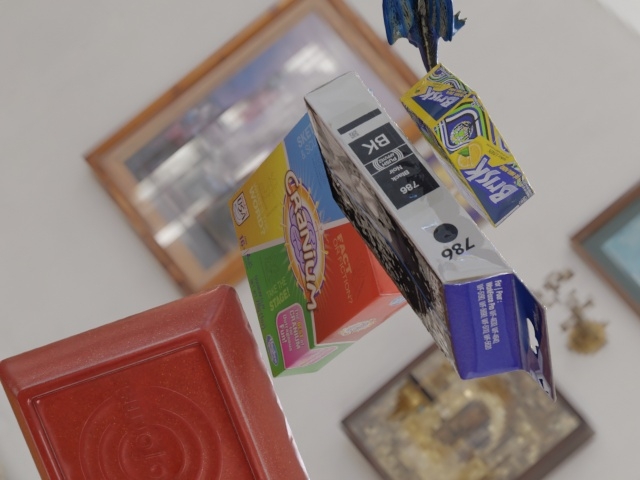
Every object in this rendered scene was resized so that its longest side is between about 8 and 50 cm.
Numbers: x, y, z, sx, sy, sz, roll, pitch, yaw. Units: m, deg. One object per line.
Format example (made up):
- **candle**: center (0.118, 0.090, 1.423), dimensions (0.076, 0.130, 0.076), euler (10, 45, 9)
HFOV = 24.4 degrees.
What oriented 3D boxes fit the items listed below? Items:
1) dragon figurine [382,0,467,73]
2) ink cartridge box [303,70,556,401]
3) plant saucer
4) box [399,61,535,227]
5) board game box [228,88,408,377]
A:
- **dragon figurine**: center (0.122, -0.279, 1.764), dimensions (0.144, 0.085, 0.289), euler (-39, 125, -72)
- **ink cartridge box**: center (0.097, 0.005, 1.360), dimensions (0.332, 0.065, 0.165), euler (54, -12, 37)
- **plant saucer**: center (-0.162, 0.203, 1.430), dimensions (0.048, 0.259, 0.258), euler (-53, 123, -76)
- **box**: center (0.139, -0.086, 1.383), dimensions (0.059, 0.054, 0.169), euler (48, -1, 43)
- **board game box**: center (0.000, 0.000, 1.721), dimensions (0.316, 0.064, 0.242), euler (-44, -122, 58)
